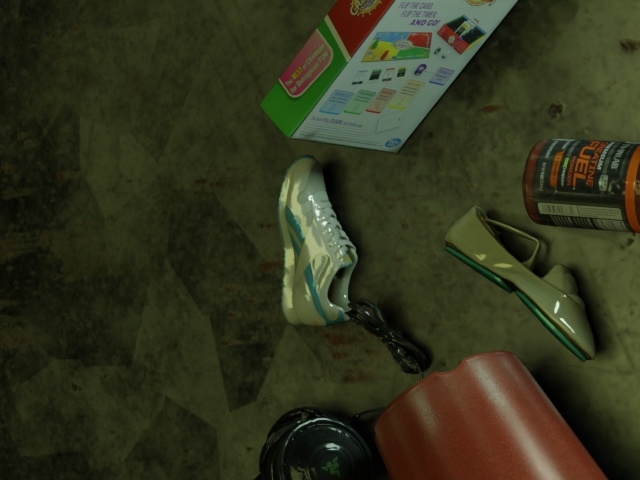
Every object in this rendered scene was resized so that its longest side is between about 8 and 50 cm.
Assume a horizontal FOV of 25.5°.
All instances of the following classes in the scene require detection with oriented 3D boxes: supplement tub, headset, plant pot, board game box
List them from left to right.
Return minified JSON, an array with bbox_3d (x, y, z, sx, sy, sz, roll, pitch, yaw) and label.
[{"bbox_3d":[-0.025,0.265,1.800,0.394,0.243,0.185,-43,93,-5],"label":"headset"},{"bbox_3d":[0.103,-0.249,1.705,0.316,0.242,0.064,-51,62,22],"label":"board game box"},{"bbox_3d":[0.205,0.290,1.637,0.272,0.272,0.265,-44,60,26],"label":"plant pot"},{"bbox_3d":[0.340,-0.063,1.627,0.197,0.106,0.106,5,93,33],"label":"supplement tub"}]

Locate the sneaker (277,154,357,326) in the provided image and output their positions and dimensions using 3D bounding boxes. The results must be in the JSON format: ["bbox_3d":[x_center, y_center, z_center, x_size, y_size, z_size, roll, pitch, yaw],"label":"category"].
[{"bbox_3d":[0.000,0.000,1.874,0.092,0.087,0.229,-1,96,27],"label":"sneaker"}]

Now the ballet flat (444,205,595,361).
[{"bbox_3d":[0.254,0.043,1.704,0.248,0.086,0.086,41,111,28],"label":"ballet flat"}]
